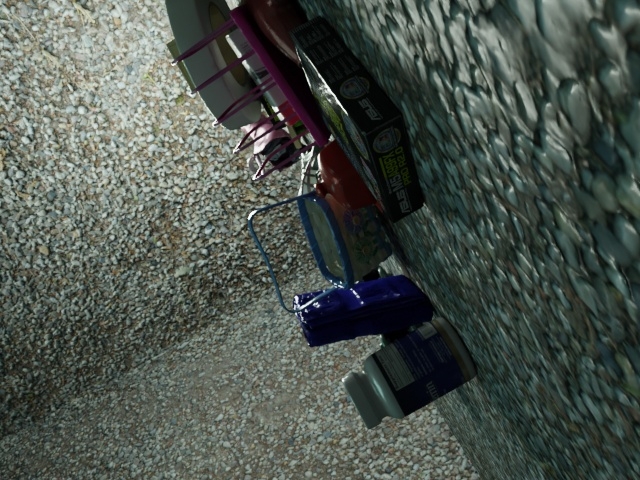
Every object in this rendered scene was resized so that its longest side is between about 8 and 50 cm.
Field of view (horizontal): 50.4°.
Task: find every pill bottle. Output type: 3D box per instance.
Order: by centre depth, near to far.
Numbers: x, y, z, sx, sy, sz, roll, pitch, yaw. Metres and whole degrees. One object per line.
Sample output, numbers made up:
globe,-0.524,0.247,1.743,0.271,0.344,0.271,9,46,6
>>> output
pill bottle,0.188,0.291,1.479,0.153,0.264,0.153,61,179,2

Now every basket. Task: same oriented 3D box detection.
basket,0.000,0.000,1.578,0.255,0.289,0.201,68,167,-15

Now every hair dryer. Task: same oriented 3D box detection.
hair dryer,-0.090,-0.427,1.150,0.293,0.080,0.223,62,178,-23

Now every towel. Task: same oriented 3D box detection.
towel,0.093,0.153,1.636,0.227,0.308,0.076,-124,25,-66

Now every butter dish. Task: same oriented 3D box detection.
butter dish,0.044,-0.128,1.407,0.160,0.118,0.160,61,179,42

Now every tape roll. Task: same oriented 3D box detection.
tape roll,-0.248,-0.456,1.625,0.392,0.072,0.392,-18,-90,-80

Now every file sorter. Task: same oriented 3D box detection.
file sorter,-0.129,-0.293,1.350,0.291,0.182,0.202,54,-161,-16

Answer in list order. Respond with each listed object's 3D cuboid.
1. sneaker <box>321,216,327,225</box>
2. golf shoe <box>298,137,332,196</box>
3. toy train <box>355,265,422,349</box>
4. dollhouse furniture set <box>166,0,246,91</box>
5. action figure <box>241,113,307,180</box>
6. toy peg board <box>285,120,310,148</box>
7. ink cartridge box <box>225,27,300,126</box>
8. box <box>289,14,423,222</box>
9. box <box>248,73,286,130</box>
sneaker,0.076,-0.036,1.776,0.111,0.103,0.252,46,-159,27
golf shoe,-0.003,-0.170,1.714,0.120,0.105,0.273,61,154,8
toy train,0.210,0.223,2.080,0.334,0.142,0.190,61,-172,18
dollhouse furniture set,-0.260,-0.613,2.039,0.362,0.256,0.394,63,-161,-22
action figure,-0.212,-0.392,2.526,0.370,0.276,0.248,44,175,32
toy peg board,-0.059,-0.355,1.776,0.161,0.079,0.161,-98,-13,-47
ink cartridge box,-0.107,-0.391,1.553,0.237,0.100,0.172,55,180,-18
box,0.056,-0.187,1.055,0.270,0.060,0.216,60,178,36
box,-0.142,-0.415,1.780,0.184,0.045,0.191,60,-166,-45
